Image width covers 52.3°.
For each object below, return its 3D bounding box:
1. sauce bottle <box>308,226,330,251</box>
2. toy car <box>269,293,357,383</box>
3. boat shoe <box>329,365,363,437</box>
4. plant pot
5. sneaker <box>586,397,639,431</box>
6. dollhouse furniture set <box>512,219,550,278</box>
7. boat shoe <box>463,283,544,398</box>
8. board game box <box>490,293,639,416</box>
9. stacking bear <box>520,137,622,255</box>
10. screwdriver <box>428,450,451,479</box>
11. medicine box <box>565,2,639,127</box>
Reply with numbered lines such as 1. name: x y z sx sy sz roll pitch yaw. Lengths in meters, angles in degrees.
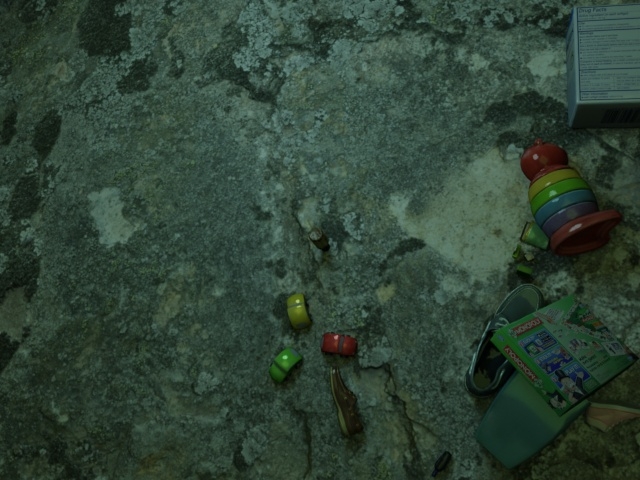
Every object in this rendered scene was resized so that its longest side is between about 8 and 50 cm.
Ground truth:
1. sauce bottle: 0.000 0.000 1.743 0.042 0.128 0.042 -3 75 11
2. toy car: -0.053 0.280 1.715 0.239 0.053 0.225 39 85 19
3. boat shoe: 0.064 0.404 1.654 0.060 0.064 0.178 -15 78 2
4. plant pot: 0.476 0.406 1.515 0.166 0.165 0.234 41 92 19
5. sneaker: 0.687 0.413 1.525 0.134 0.051 0.070 6 94 3
6. dollhouse furniture set: 0.538 0.017 1.660 0.076 0.058 0.151 22 80 16
7. boat shoe: 0.456 0.243 1.593 0.116 0.099 0.319 31 83 19
8. board game box: 0.557 0.247 1.475 0.317 0.046 0.213 -14 52 -39
9. stacking bear: 0.601 -0.122 1.643 0.164 0.175 0.289 -17 62 0
10. screwdriver: 0.266 0.585 1.579 0.025 0.024 0.170 27 82 47
11. medicine box: 0.787 -0.454 1.692 0.264 0.149 0.289 1 74 12
